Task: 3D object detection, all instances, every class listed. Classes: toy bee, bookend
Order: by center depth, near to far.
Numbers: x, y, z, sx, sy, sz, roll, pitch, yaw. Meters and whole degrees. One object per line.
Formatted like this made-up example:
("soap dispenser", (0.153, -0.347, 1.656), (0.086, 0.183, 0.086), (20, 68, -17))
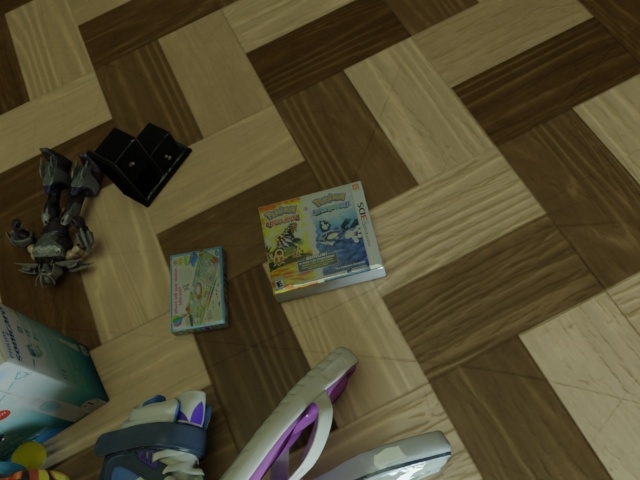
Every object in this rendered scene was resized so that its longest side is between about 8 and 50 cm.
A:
("toy bee", (-0.450, 0.409, 0.934), (0.162, 0.298, 0.195), (19, 64, -28))
("bookend", (-0.354, -0.176, 1.214), (0.072, 0.156, 0.157), (27, 72, 22))

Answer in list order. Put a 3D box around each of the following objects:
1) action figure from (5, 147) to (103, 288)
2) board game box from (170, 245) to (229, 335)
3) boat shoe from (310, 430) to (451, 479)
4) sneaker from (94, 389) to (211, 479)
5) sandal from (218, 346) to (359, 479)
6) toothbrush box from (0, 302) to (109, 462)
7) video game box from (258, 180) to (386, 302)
("action figure", (-0.525, -0.039, 1.217), (0.185, 0.099, 0.285), (1, 68, 6))
("board game box", (-0.226, 0.093, 1.132), (0.103, 0.026, 0.154), (-10, 63, 6))
("boat shoe", (0.039, 0.410, 0.869), (0.367, 0.136, 0.156), (-26, 62, 1))
("sneaker", (-0.211, 0.343, 0.904), (0.322, 0.130, 0.236), (5, 69, 45))
("sandal", (-0.036, 0.286, 0.841), (0.102, 0.169, 0.416), (35, 40, 12))
("toothbrush box", (-0.517, 0.236, 0.970), (0.216, 0.295, 0.126), (-32, 63, -6))
("video game box", (0.000, 0.000, 1.123), (0.205, 0.048, 0.187), (-15, 60, 4))
